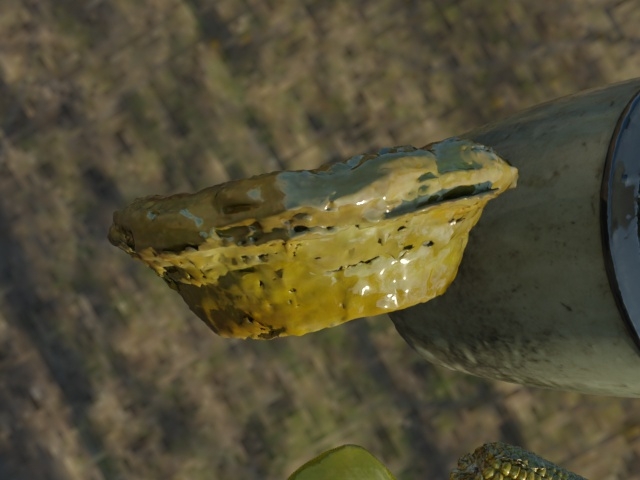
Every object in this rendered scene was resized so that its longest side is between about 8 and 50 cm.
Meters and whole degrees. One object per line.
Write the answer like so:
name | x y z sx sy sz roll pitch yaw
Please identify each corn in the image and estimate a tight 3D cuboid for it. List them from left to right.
corn | 0.268 0.294 2.086 0.293 0.106 0.106 31 24 -12

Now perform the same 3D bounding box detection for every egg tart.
egg tart | 0.002 0.000 1.558 0.341 0.341 0.129 -16 94 -73

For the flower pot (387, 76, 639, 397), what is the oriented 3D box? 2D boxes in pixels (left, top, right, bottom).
flower pot | 0.237 0.005 1.807 0.293 0.330 0.294 5 82 -40

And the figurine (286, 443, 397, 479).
figurine | 0.002 0.356 1.625 0.283 0.338 0.204 31 50 -14
